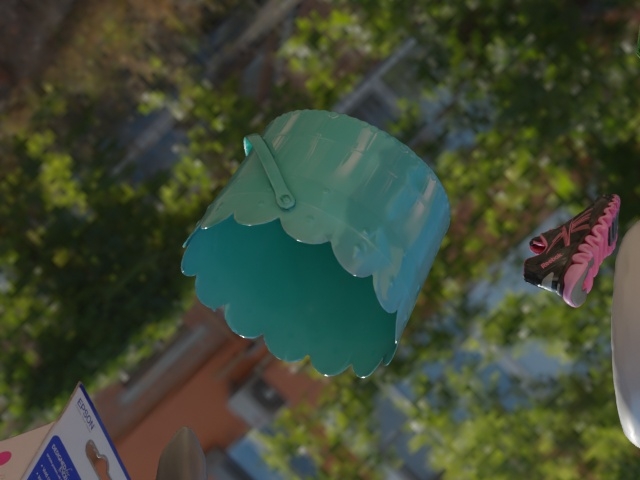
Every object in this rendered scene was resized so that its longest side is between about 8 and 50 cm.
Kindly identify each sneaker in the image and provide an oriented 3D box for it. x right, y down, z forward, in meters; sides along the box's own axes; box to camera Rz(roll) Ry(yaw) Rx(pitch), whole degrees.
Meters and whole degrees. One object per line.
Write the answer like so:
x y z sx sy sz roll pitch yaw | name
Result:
0.186 0.000 1.257 0.057 0.047 0.119 13 -141 24 | sneaker

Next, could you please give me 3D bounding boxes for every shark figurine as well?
-0.066 0.318 1.524 0.166 0.278 0.116 -51 -168 0 | shark figurine

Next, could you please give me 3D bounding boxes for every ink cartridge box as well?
-0.282 0.316 1.561 0.069 0.176 0.371 -4 -145 26 | ink cartridge box

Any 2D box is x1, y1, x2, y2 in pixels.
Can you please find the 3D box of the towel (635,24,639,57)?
0.289 -0.198 1.215 0.152 0.113 0.023 -24 -143 -32 | towel

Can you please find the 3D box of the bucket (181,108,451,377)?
0.000 0.000 1.874 0.281 0.281 0.183 -31 -154 56 | bucket

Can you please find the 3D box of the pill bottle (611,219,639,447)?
0.359 0.064 1.140 0.301 0.169 0.169 -1 -151 22 | pill bottle
